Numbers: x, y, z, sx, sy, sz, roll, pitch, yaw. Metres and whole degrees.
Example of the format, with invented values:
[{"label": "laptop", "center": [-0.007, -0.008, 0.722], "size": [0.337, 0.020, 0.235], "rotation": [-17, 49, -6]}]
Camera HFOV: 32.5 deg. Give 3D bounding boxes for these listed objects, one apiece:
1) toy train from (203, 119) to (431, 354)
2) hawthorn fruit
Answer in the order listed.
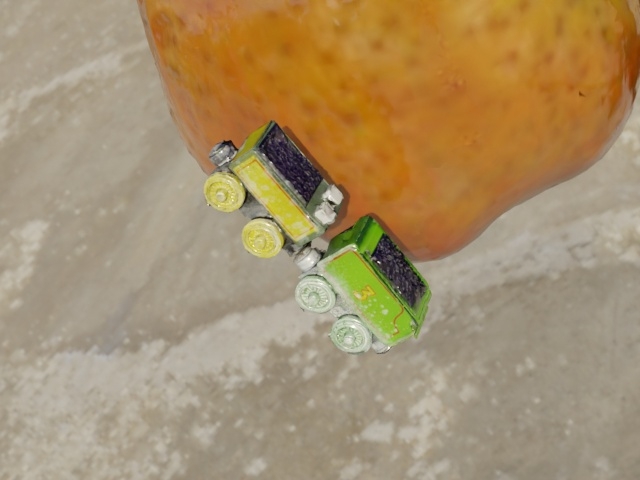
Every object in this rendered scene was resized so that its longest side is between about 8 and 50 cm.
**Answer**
[{"label": "toy train", "center": [0.000, 0.000, 0.799], "size": [0.081, 0.202, 0.060], "rotation": [-30, 19, 34]}, {"label": "hawthorn fruit", "center": [0.052, -0.229, 0.992], "size": [0.472, 0.472, 0.472], "rotation": [-25, 35, 19]}]
